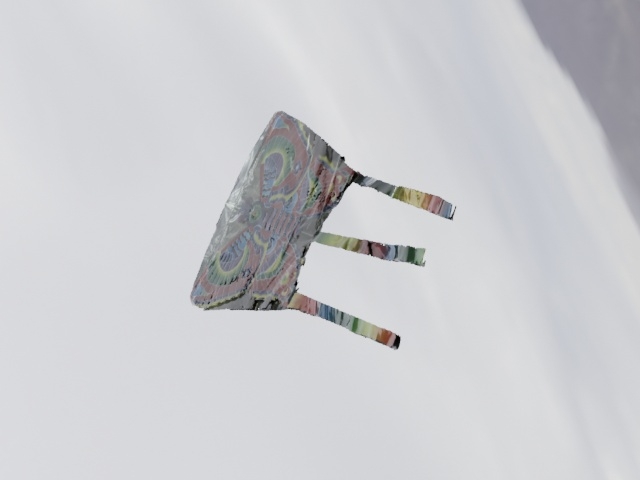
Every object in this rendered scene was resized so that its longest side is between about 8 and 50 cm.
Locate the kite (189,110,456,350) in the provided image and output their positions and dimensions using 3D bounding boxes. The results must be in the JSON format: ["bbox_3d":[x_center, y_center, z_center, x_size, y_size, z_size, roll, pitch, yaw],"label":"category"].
[{"bbox_3d":[0.000,0.000,1.156,0.015,0.152,0.285,26,178,-29],"label":"kite"}]
